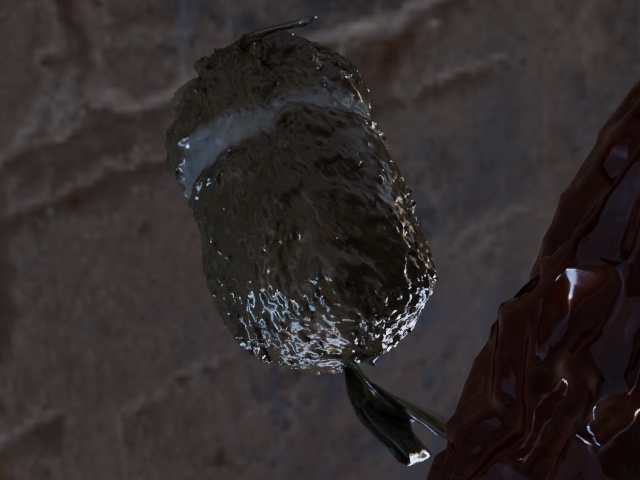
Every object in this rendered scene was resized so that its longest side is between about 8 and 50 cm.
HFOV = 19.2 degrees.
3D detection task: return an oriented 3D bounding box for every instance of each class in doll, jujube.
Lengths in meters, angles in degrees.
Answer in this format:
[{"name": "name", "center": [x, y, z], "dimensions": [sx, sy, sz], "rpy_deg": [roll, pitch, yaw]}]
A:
[{"name": "doll", "center": [-0.005, 0.004, 0.886], "dimensions": [0.105, 0.221, 0.115], "rpy_deg": [-13, 164, -13]}, {"name": "jujube", "center": [0.125, 0.044, 0.559], "dimensions": [0.155, 0.230, 0.155], "rpy_deg": [32, -177, -2]}]
